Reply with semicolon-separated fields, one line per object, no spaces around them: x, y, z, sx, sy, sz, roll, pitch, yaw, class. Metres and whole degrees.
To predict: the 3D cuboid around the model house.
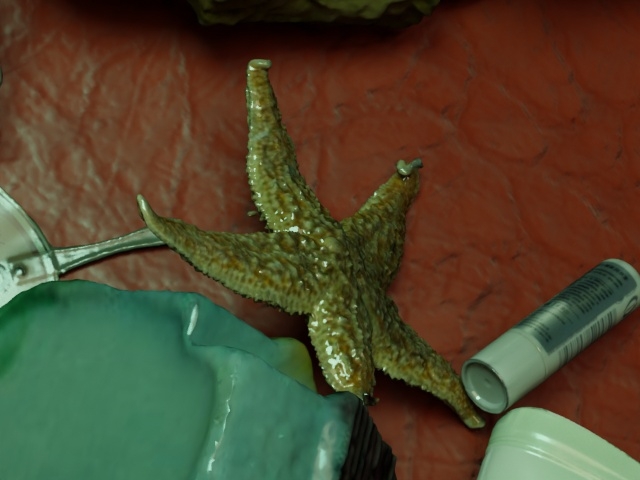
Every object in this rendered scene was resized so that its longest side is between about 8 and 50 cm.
-0.068;0.196;1.023;0.249;0.230;0.281;35;64;-45;model house

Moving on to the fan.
-0.188;0.020;1.134;0.220;0.009;0.132;-16;79;-16;fan

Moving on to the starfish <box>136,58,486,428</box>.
-0.004;0.002;1.113;0.295;0.048;0.231;27;44;-36;starfish

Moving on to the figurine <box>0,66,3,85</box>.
-0.301;-0.263;1.107;0.224;0.205;0.382;3;63;-18;figurine

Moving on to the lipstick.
0.149;0.058;1.166;0.141;0.040;0.040;-33;81;-32;lipstick

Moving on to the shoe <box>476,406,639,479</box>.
0.203;0.208;1.113;0.265;0.095;0.110;29;61;8;shoe

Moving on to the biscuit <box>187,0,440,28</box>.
-0.026;-0.325;1.215;0.368;0.076;0.394;2;68;-25;biscuit
